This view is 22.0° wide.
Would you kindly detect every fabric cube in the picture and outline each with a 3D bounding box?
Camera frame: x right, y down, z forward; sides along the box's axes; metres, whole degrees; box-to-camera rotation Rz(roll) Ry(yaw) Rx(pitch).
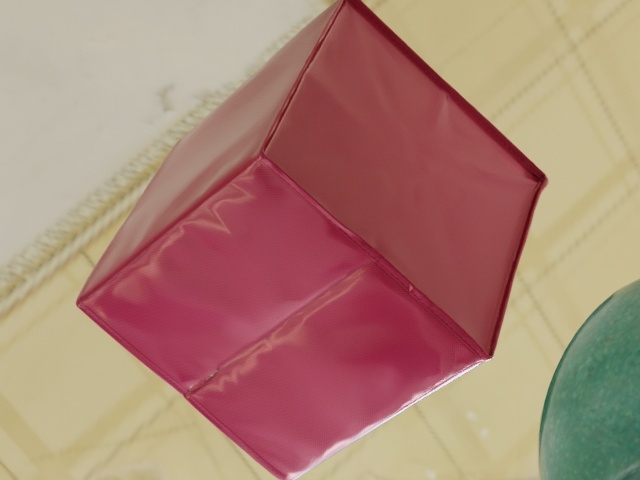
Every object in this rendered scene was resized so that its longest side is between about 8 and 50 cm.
[{"bbox_3d":[0.000,0.000,1.405,0.259,0.258,0.254,42,-141,-14],"label":"fabric cube"}]

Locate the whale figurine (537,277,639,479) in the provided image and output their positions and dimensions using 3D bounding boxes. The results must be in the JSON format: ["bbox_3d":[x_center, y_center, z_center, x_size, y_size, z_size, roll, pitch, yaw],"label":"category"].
[{"bbox_3d":[0.178,0.053,0.618,0.216,0.272,0.141,-25,-106,-21],"label":"whale figurine"}]
